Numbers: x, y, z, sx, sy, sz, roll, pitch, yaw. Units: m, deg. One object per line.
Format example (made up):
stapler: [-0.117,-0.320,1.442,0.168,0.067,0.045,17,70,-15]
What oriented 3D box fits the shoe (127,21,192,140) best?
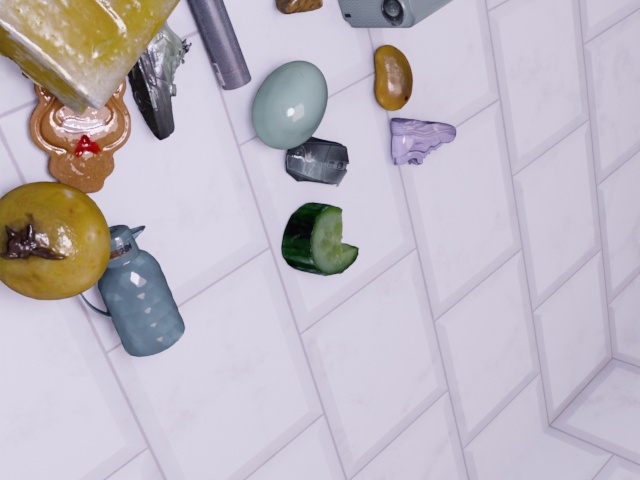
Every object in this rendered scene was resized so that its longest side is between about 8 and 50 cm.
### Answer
shoe: [-0.329,-0.370,1.626,0.149,0.109,0.293,-27,114,-28]

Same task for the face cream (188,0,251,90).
face cream: [-0.233,-0.475,1.711,0.073,0.073,0.283,-38,124,-28]

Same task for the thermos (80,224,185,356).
thermos: [-0.419,0.109,1.665,0.182,0.145,0.287,-27,117,-18]

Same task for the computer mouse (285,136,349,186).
computer mouse: [0.003,-0.204,1.999,0.231,0.071,0.126,7,97,-44]

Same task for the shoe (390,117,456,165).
shoe: [0.297,-0.282,2.234,0.245,0.095,0.138,-1,106,-38]

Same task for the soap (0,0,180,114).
soap: [-0.442,-0.445,1.393,0.293,0.156,0.335,44,67,-35]

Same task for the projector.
projector: [0.196,-0.622,1.937,0.198,0.250,0.108,-38,125,-28]

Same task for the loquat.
loquat: [-0.524,0.000,1.473,0.244,0.244,0.244,-13,110,-39]

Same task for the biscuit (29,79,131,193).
biscuit: [-0.480,-0.256,1.543,0.202,0.047,0.334,-4,109,-29]

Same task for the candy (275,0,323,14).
candy: [-0.076,-0.665,1.788,0.143,0.101,0.271,-28,114,-40]

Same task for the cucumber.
cucumber: [-0.007,0.001,2.018,0.191,0.130,0.191,-7,99,-44]

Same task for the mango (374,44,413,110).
mango: [0.200,-0.444,2.103,0.115,0.090,0.178,-9,99,-33]

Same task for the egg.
egg: [-0.071,-0.324,1.833,0.168,0.168,0.231,41,71,-41]
